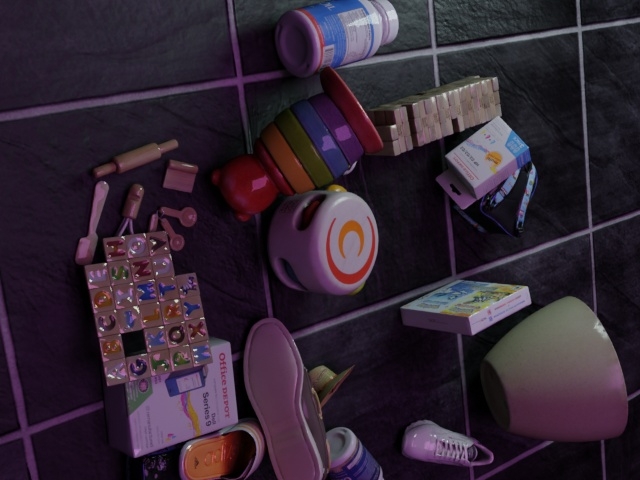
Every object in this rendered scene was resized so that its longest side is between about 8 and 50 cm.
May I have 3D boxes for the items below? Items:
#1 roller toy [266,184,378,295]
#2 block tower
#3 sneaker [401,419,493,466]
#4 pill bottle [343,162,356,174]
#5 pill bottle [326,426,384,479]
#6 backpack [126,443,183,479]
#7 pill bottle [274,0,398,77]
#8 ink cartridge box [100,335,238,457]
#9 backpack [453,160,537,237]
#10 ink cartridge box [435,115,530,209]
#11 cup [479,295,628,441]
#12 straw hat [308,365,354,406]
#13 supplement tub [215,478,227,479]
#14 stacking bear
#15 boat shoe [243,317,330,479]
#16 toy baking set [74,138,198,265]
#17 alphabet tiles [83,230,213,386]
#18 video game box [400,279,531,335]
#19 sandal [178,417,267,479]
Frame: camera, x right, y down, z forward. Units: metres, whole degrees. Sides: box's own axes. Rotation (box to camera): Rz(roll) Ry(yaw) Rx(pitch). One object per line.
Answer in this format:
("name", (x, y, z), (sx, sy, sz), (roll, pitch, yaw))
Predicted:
("roller toy", (0.000, 0.000, 1.804), (0.191, 0.146, 0.209), (-3, 95, -50))
("block tower", (0.237, -0.262, 1.995), (0.335, 0.097, 0.090), (-24, 111, -36))
("sneaker", (0.277, 0.452, 2.120), (0.235, 0.095, 0.090), (14, 88, -38))
("pill bottle", (0.008, -0.165, 1.840), (0.116, 0.065, 0.065), (9, 90, -40))
("pill bottle", (0.067, 0.463, 1.950), (0.094, 0.094, 0.169), (-50, 123, -23))
("backpack", (-0.277, 0.399, 1.671), (0.114, 0.084, 0.105), (-7, 99, -42))
("pill bottle", (0.035, -0.386, 1.796), (0.222, 0.124, 0.124), (-24, 110, -36))
("ink cartridge box", (-0.257, 0.263, 1.665), (0.212, 0.093, 0.154), (-11, 102, -39))
("backpack", (0.392, -0.113, 2.124), (0.158, 0.117, 0.173), (33, 76, -36))
("ink cartridge box", (0.337, -0.162, 2.035), (0.181, 0.104, 0.061), (-37, 153, -1))
("cup", (0.499, 0.314, 2.172), (0.237, 0.331, 0.331), (-15, 107, -9))
("straw hat", (-0.002, 0.280, 1.890), (0.061, 0.144, 0.144), (40, 65, 8))
("supplement tub", (-0.185, 0.593, 1.701), (0.194, 0.194, 0.316), (20, 82, -39))
("stacking bear", (-0.051, -0.150, 1.706), (0.289, 0.164, 0.175), (-33, 110, 2))
("boat shoe", (-0.058, 0.303, 1.795), (0.097, 0.117, 0.324), (20, 52, -71))
("toy baking set", (-0.304, -0.057, 1.625), (0.256, 0.030, 0.196), (-21, 109, -35))
("alphabet tiles", (-0.285, 0.105, 1.599), (0.198, 0.009, 0.237), (-9, 85, -37))
("video game box", (0.302, 0.137, 2.029), (0.187, 0.205, 0.048), (-25, 107, -35))
("sandal", (-0.153, 0.385, 1.723), (0.265, 0.076, 0.101), (-3, 94, -64))
